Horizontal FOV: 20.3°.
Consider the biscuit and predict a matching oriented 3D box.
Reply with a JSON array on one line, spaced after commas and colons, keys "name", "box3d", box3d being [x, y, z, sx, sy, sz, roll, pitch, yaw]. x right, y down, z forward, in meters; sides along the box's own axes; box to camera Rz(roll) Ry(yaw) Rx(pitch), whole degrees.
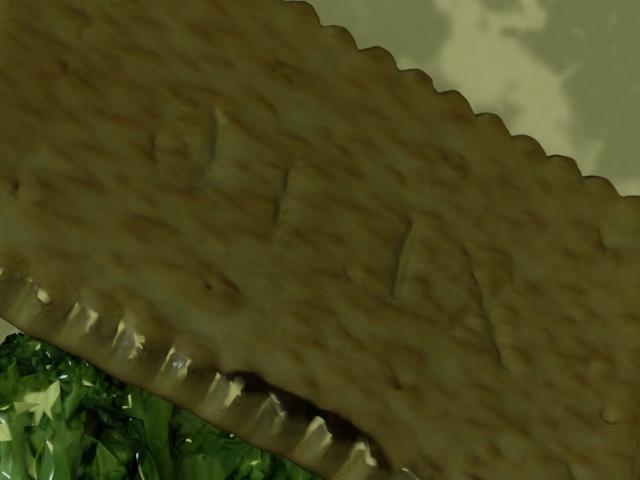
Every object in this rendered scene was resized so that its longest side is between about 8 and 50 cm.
[{"name": "biscuit", "box3d": [0.000, 0.000, 0.720, 0.325, 0.044, 0.217, 28, 47, -16]}]

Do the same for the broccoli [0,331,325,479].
[{"name": "broccoli", "box3d": [-0.064, 0.152, 0.719, 0.261, 0.241, 0.269, -30, 123, -15]}]
